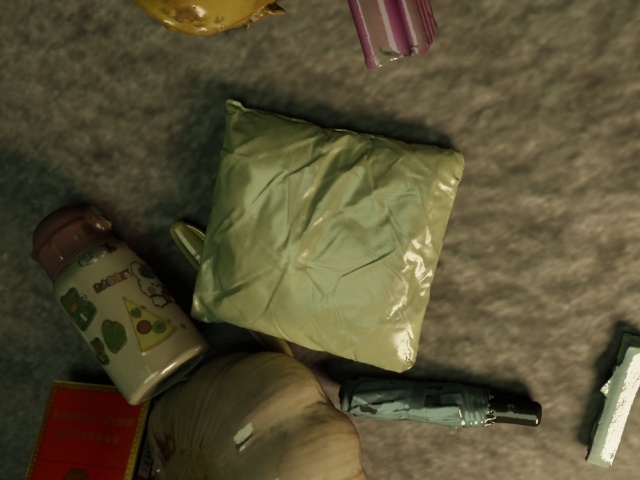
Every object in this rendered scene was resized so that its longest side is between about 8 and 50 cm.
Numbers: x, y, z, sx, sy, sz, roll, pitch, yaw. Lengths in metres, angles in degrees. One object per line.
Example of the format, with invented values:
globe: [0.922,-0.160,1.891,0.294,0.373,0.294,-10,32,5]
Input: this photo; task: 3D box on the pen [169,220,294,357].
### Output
pen: [-0.106,0.065,1.027,0.040,0.032,0.233,-39,103,2]

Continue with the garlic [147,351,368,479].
garlic: [-0.083,0.292,1.006,0.322,0.241,0.321,-10,67,24]

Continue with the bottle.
bottle: [-0.254,0.068,0.994,0.120,0.120,0.253,-43,80,26]

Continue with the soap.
soap: [0.054,-0.277,0.780,0.066,0.122,0.203,-12,109,18]

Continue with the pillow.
pillow: [-0.002,0.001,0.937,0.281,0.076,0.274,14,107,7]

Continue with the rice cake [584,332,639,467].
rice cake: [0.350,0.193,0.972,0.042,0.030,0.180,12,115,10]

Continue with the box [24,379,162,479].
box: [-0.307,0.313,1.080,0.153,0.239,0.074,5,154,9]

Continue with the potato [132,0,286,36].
potato: [-0.153,-0.332,0.768,0.300,0.196,0.246,18,115,7]

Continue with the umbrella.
umbrella: [0.146,0.204,1.014,0.251,0.053,0.052,4,113,12]

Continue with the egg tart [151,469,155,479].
egg tart: [-0.232,0.306,1.161,0.105,0.039,0.105,6,117,11]
